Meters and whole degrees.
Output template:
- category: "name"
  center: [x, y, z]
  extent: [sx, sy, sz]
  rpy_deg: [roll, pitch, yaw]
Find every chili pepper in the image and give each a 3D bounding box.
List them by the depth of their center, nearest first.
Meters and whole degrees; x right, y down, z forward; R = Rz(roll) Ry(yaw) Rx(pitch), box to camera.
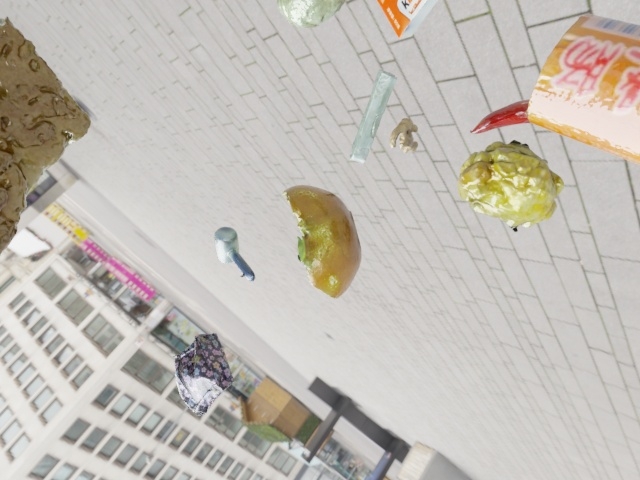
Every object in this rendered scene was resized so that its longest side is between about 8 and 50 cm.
- category: "chili pepper"
  center: [0.725, -0.435, 1.545]
  extent: [0.368, 0.092, 0.137]
  rpy_deg: [1, 152, -1]

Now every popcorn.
- category: "popcorn"
  center: [0.536, -0.153, 1.262]
  extent: [0.286, 0.215, 0.252]
  rpy_deg: [28, 172, 4]

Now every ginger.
- category: "ginger"
  center: [0.405, -0.475, 2.023]
  extent: [0.065, 0.149, 0.258]
  rpy_deg: [35, -163, 31]

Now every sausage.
- category: "sausage"
  center: [0.591, -0.280, 0.838]
  extent: [0.287, 0.233, 0.233]
  rpy_deg: [35, 161, 29]

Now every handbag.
- category: "handbag"
  center: [-0.397, 0.450, 1.487]
  extent: [0.126, 0.208, 0.229]
  rpy_deg: [4, -135, -51]

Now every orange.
- category: "orange"
  center: [0.009, -0.004, 1.226]
  extent: [0.196, 0.335, 0.262]
  rpy_deg: [-16, 160, 18]

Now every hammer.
- category: "hammer"
  center: [-0.240, 0.050, 1.256]
  extent: [0.194, 0.069, 0.116]
  rpy_deg: [46, 146, 36]

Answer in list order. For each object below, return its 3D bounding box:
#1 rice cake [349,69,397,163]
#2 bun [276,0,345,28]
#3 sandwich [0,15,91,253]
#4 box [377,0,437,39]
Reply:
- category: "rice cake"
  center: [0.183, -0.436, 1.580]
  extent: [0.066, 0.063, 0.336]
  rpy_deg: [12, 122, -11]
- category: "bun"
  center: [-0.003, -0.577, 1.026]
  extent: [0.118, 0.195, 0.195]
  rpy_deg: [48, 159, -23]
- category: "sandwich"
  center: [-0.395, -0.090, 0.454]
  extent: [0.262, 0.326, 0.131]
  rpy_deg: [-1, 148, 26]
- category: "box"
  center: [0.164, -0.592, 0.852]
  extent: [0.273, 0.048, 0.265]
  rpy_deg: [62, 155, 6]
